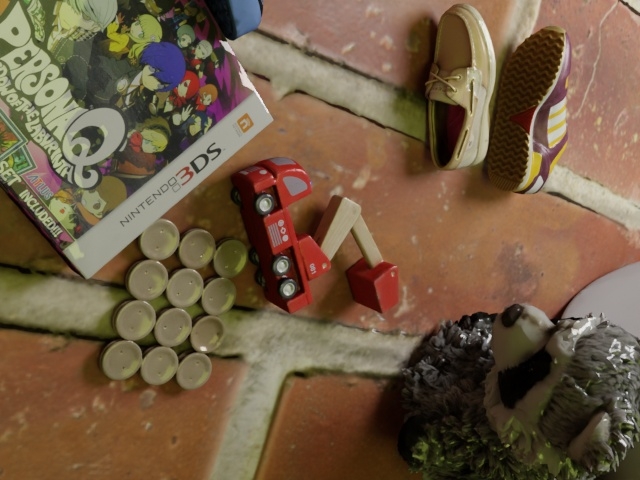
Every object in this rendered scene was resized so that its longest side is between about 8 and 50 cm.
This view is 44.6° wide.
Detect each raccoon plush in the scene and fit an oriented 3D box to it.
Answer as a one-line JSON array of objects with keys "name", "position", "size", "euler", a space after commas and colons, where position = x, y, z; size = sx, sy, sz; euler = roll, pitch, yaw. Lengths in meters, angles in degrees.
[{"name": "raccoon plush", "position": [0.298, 0.219, 0.833], "size": [0.446, 0.299, 0.216], "euler": [36, 68, -26]}]

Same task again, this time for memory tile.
[{"name": "memory tile", "position": [-0.128, 0.059, 0.695], "size": [0.113, 0.012, 0.148], "euler": [16, 94, -38]}]

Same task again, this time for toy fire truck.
[{"name": "toy fire truck", "position": [0.000, 0.000, 0.748], "size": [0.135, 0.047, 0.192], "euler": [-28, 118, -27]}]

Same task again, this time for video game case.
[{"name": "video game case", "position": [-0.170, -0.121, 0.589], "size": [0.210, 0.042, 0.232], "euler": [-43, 125, -19]}]

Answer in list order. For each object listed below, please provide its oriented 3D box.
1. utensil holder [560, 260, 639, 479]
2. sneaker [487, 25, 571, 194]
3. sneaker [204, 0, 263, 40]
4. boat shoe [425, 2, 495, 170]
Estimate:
[{"name": "utensil holder", "position": [0.494, 0.256, 1.019], "size": [0.327, 0.327, 0.385], "euler": [-35, 119, -23]}, {"name": "sneaker", "position": [0.244, -0.143, 0.876], "size": [0.084, 0.069, 0.185], "euler": [0, 110, -45]}, {"name": "sneaker", "position": [-0.070, -0.275, 0.589], "size": [0.090, 0.081, 0.232], "euler": [-25, 117, -20]}, {"name": "boat shoe", "position": [0.136, -0.149, 0.790], "size": [0.059, 0.063, 0.170], "euler": [-24, 118, -35]}]
